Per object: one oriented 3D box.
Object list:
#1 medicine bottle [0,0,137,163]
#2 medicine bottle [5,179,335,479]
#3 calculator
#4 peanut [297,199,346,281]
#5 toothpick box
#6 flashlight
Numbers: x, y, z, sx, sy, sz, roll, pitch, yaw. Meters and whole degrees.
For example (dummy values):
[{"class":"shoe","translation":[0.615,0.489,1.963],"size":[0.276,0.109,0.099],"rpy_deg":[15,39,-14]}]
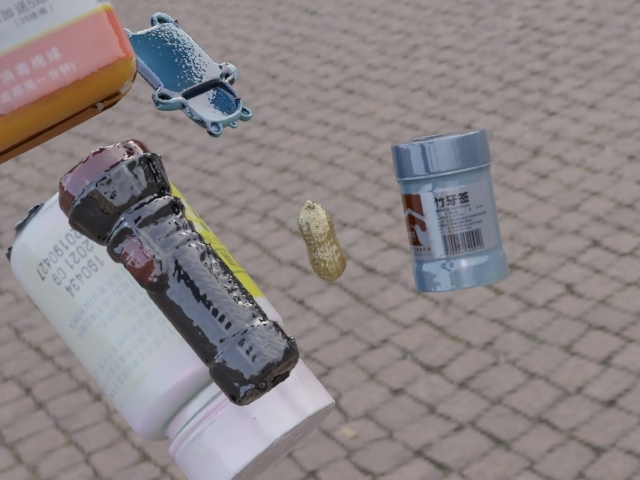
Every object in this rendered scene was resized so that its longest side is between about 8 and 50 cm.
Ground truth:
[{"class":"medicine bottle","translation":[-0.204,-0.146,0.700],"size":[0.149,0.222,0.112],"rpy_deg":[-28,5,-10]},{"class":"medicine bottle","translation":[-0.171,0.100,1.578],"size":[0.213,0.378,0.213],"rpy_deg":[-38,-12,-9]},{"class":"calculator","translation":[-0.119,-0.144,1.195],"size":[0.094,0.019,0.141],"rpy_deg":[-29,66,-39]},{"class":"peanut","translation":[0.000,0.000,1.821],"size":[0.054,0.113,0.054],"rpy_deg":[-18,-2,-1]},{"class":"toothpick box","translation":[0.132,-0.031,1.405],"size":[0.101,0.153,0.101],"rpy_deg":[-10,6,1]},{"class":"flashlight","translation":[-0.111,0.028,1.088],"size":[0.093,0.232,0.093],"rpy_deg":[-37,-13,-10]}]
